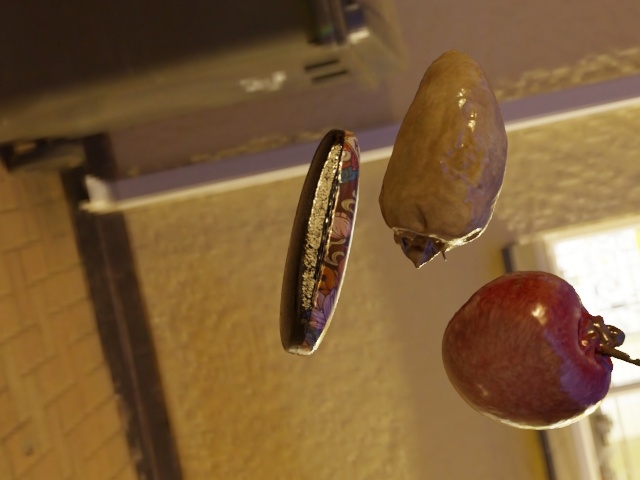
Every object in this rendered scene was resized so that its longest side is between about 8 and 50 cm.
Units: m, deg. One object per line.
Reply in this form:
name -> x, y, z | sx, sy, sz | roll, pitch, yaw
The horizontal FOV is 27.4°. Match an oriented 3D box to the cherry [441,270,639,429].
cherry -> 0.166, 0.065, 0.827 | 0.090, 0.226, 0.107 | -26, 98, -45

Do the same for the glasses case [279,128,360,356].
glasses case -> 0.000, 0.000, 1.785 | 0.122, 0.082, 0.320 | 110, -9, -69

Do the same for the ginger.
ginger -> 0.153, -0.099, 1.574 | 0.152, 0.138, 0.267 | 95, 11, -79
